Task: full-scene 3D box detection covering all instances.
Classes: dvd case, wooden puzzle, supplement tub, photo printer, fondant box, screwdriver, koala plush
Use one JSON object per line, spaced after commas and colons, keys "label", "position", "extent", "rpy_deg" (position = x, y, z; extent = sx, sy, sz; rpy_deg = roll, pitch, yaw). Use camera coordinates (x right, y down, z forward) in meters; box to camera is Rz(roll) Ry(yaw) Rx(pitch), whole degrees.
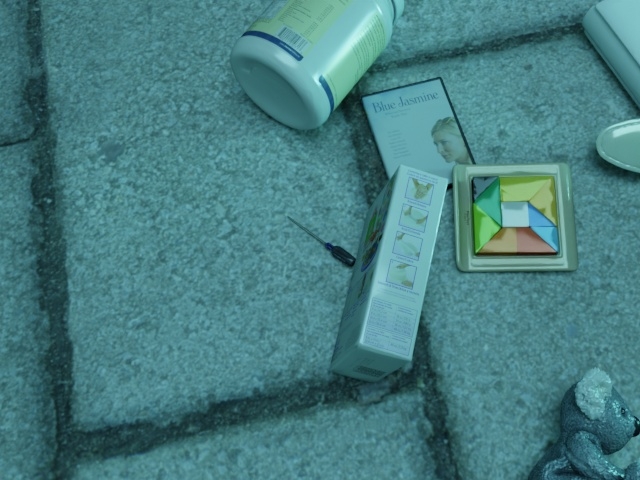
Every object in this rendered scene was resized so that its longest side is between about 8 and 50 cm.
{"label": "dvd case", "position": [0.205, -0.213, 1.586], "extent": [0.181, 0.022, 0.253], "rpy_deg": [-15, 68, -4]}
{"label": "wooden puzzle", "position": [0.379, -0.049, 1.492], "extent": [0.239, 0.044, 0.220], "rpy_deg": [0, 74, 1]}
{"label": "supplement tub", "position": [-0.002, -0.411, 1.556], "extent": [0.235, 0.235, 0.324], "rpy_deg": [34, 72, 14]}
{"label": "photo printer", "position": [0.736, -0.398, 1.603], "extent": [0.256, 0.107, 0.307], "rpy_deg": [-23, 69, -8]}
{"label": "fondant box", "position": [0.117, 0.065, 1.352], "extent": [0.096, 0.238, 0.330], "rpy_deg": [16, 69, -6]}
{"label": "screwdriver", "position": [0.000, 0.000, 1.511], "extent": [0.170, 0.025, 0.024], "rpy_deg": [34, 73, 23]}
{"label": "koala plush", "position": [0.451, 0.330, 1.276], "extent": [0.203, 0.196, 0.221], "rpy_deg": [1, 71, 17]}

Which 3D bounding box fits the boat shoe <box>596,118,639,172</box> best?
{"label": "boat shoe", "position": [0.695, -0.190, 1.529], "extent": [0.305, 0.091, 0.109], "rpy_deg": [1, 102, 3]}
